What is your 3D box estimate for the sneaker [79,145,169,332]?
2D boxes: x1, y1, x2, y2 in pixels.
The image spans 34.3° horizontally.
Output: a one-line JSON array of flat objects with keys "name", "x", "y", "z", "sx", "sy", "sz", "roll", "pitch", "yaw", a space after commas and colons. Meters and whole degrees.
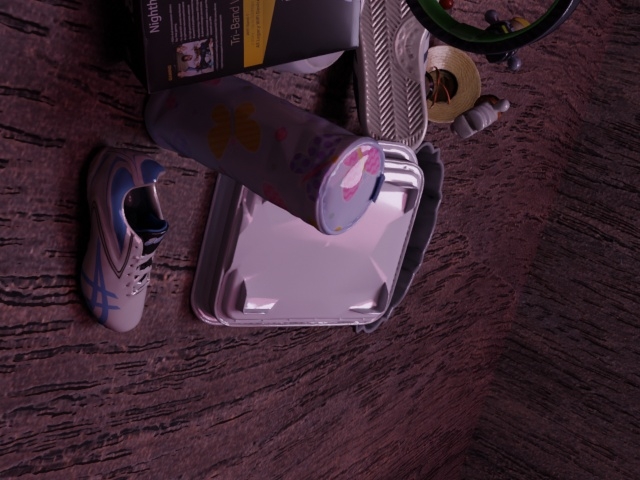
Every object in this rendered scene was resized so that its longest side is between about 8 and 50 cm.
[{"name": "sneaker", "x": -0.210, "y": 0.010, "z": 1.133, "sx": 0.085, "sy": 0.086, "sz": 0.237, "roll": -43, "pitch": 148, "yaw": -48}]

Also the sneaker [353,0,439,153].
[{"name": "sneaker", "x": 0.101, "y": -0.305, "z": 1.529, "sx": 0.148, "sy": 0.131, "sz": 0.349, "roll": -108, "pitch": -157, "yaw": -78}]

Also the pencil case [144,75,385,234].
[{"name": "pencil case", "x": -0.063, "y": -0.106, "z": 1.124, "sx": 0.124, "sy": 0.273, "sz": 0.113, "roll": 20, "pitch": 98, "yaw": -60}]

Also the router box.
[{"name": "router box", "x": -0.077, "y": -0.315, "z": 1.004, "sx": 0.243, "sy": 0.081, "sz": 0.308, "roll": -16, "pitch": 132, "yaw": -22}]

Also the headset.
[{"name": "headset", "x": 0.215, "y": -0.410, "z": 1.213, "sx": 0.185, "sy": 0.243, "sz": 0.394, "roll": -30, "pitch": 140, "yaw": -57}]

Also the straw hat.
[{"name": "straw hat", "x": 0.204, "y": -0.269, "z": 1.821, "sx": 0.144, "sy": 0.145, "sz": 0.061, "roll": -64, "pitch": -165, "yaw": -11}]

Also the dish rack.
[{"name": "dish rack", "x": 0.000, "y": 0.000, "z": 1.423, "sx": 0.333, "sy": 0.072, "sz": 0.285, "roll": 3, "pitch": 111, "yaw": -36}]

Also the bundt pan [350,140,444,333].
[{"name": "bundt pan", "x": 0.075, "y": -0.021, "z": 1.684, "sx": 0.331, "sy": 0.124, "sz": 0.330, "roll": -47, "pitch": 148, "yaw": -42}]

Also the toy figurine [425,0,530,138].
[{"name": "toy figurine", "x": 0.215, "y": -0.281, "z": 1.660, "sx": 0.148, "sy": 0.210, "sz": 0.213, "roll": -39, "pitch": 145, "yaw": -59}]

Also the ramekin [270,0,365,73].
[{"name": "ramekin", "x": -0.028, "y": -0.298, "z": 1.235, "sx": 0.207, "sy": 0.109, "sz": 0.207, "roll": -47, "pitch": 149, "yaw": -41}]
